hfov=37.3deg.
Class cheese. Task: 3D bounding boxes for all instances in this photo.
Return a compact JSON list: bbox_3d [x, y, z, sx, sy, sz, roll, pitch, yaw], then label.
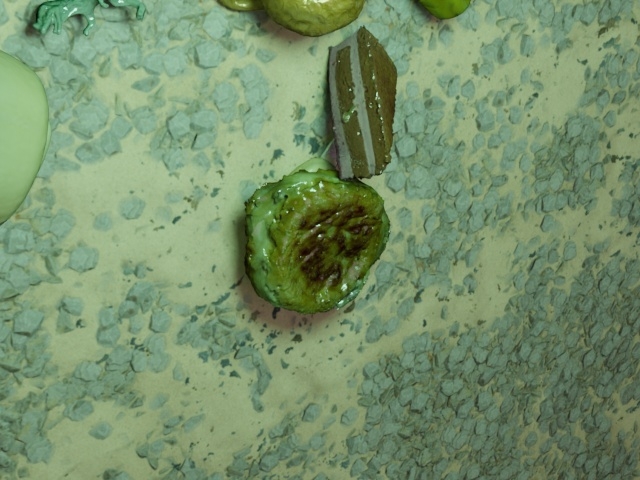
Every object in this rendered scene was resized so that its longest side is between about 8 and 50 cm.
[{"bbox_3d":[0.005,-0.137,1.908,0.127,0.050,0.255,37,86,-37],"label":"cheese"}]

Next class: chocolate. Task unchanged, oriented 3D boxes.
[{"bbox_3d":[-0.550,-0.140,1.387,0.297,0.314,0.326,33,88,-41],"label":"chocolate"}]

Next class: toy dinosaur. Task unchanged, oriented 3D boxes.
[{"bbox_3d":[-0.304,-0.447,1.566,0.129,0.076,0.383,45,74,-12],"label":"toy dinosaur"}]

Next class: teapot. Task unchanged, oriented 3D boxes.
[{"bbox_3d":[-0.031,-0.448,1.706,0.311,0.203,0.167,-8,157,-9],"label":"teapot"}]

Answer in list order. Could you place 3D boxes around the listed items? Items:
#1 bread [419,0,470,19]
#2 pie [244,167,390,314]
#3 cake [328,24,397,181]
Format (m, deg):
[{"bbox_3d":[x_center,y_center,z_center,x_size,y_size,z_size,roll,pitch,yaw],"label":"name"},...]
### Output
[{"bbox_3d":[0.172,-0.584,1.803,0.383,0.112,0.166,44,53,-41],"label":"bread"},{"bbox_3d":[0.000,0.000,1.865,0.355,0.103,0.288,7,112,-37],"label":"pie"},{"bbox_3d":[0.086,-0.250,1.813,0.113,0.116,0.295,23,60,-48],"label":"cake"}]
